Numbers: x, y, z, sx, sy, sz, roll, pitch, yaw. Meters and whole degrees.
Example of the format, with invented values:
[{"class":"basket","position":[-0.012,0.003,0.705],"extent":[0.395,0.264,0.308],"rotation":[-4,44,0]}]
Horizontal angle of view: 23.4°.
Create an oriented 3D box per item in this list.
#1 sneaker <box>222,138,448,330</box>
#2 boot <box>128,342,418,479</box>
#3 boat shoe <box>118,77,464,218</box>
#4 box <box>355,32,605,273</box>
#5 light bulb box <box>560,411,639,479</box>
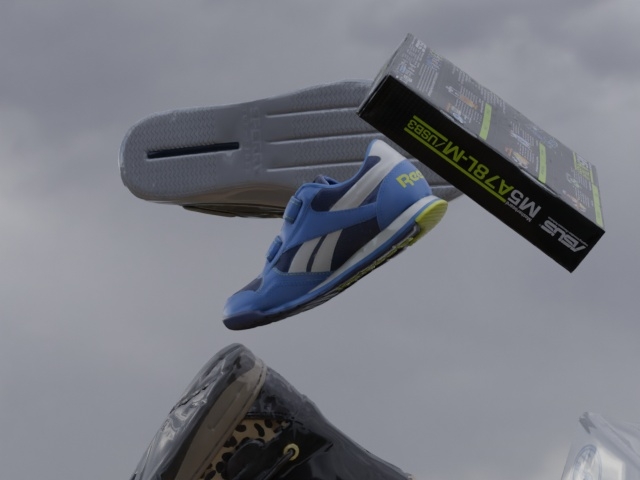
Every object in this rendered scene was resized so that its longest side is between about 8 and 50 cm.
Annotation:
[{"class":"sneaker","position":[0.000,0.000,0.857],"extent":[0.144,0.059,0.053],"rotation":[-35,-8,15]},{"class":"boot","position":[-0.070,0.319,1.450],"extent":[0.284,0.377,0.138],"rotation":[32,-4,-16]},{"class":"boat shoe","position":[-0.012,-0.079,1.395],"extent":[0.335,0.121,0.119],"rotation":[2,-4,15]},{"class":"box","position":[0.119,-0.070,1.113],"extent":[0.184,0.045,0.191],"rotation":[38,17,-5]},{"class":"light bulb box","position":[0.258,0.301,0.663],"extent":[0.358,0.361,0.225],"rotation":[11,12,-16]}]
